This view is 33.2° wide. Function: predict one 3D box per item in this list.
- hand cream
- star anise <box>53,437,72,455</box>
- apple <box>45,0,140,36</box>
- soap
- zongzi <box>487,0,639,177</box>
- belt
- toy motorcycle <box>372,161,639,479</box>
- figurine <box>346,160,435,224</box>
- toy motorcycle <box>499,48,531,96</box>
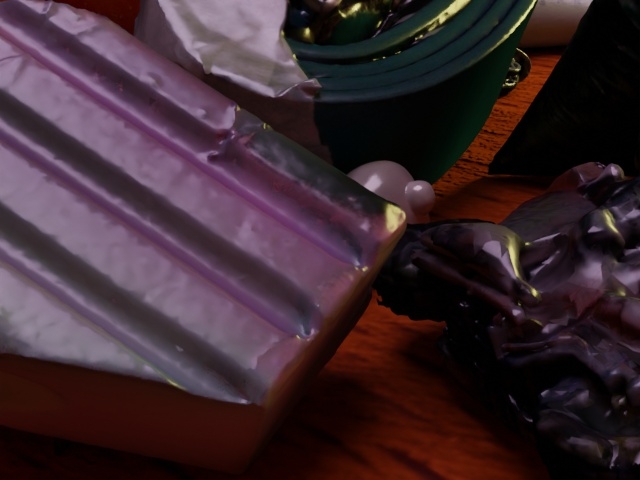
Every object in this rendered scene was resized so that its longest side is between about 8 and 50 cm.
[{"bbox_3d":[0.279,-0.270,1.247,0.314,0.089,0.139,1,26,11],"label":"hand cream"},{"bbox_3d":[-0.137,0.040,0.650,0.196,0.111,0.212,3,18,9],"label":"star anise"},{"bbox_3d":[-0.154,-0.225,1.122,0.261,0.216,0.260,-4,21,2],"label":"apple"},{"bbox_3d":[-0.142,-0.016,0.548,0.324,0.109,0.193,34,53,7],"label":"soap"},{"bbox_3d":[0.308,-0.111,0.777,0.383,0.362,0.319,39,35,7],"label":"zongzi"},{"bbox_3d":[0.017,-0.200,0.905,0.300,0.173,0.436,29,46,12],"label":"belt"},{"bbox_3d":[0.173,0.046,0.484,0.207,0.134,0.401,-20,22,-10],"label":"toy motorcycle"},{"bbox_3d":[0.005,0.009,0.729,0.146,0.081,0.098,-31,-12,-33],"label":"figurine"},{"bbox_3d":[0.097,-0.231,1.126,0.263,0.091,0.157,17,42,-6],"label":"toy motorcycle"}]
